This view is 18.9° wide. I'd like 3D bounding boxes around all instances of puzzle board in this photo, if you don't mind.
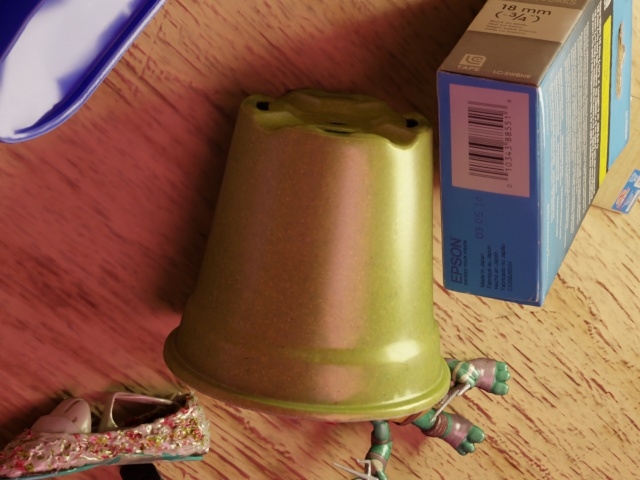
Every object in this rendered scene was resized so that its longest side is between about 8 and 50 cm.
[{"bbox_3d":[0.332,-0.092,2.085,0.096,0.011,0.128,15,112,-39],"label":"puzzle board"}]

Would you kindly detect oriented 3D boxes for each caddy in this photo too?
[{"bbox_3d":[-0.256,-0.237,1.478,0.341,0.179,0.241,-54,141,-23],"label":"caddy"}]

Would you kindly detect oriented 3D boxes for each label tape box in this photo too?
[{"bbox_3d":[0.215,-0.127,1.885,0.334,0.105,0.241,-54,147,-51],"label":"label tape box"}]

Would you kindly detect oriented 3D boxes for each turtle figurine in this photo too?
[{"bbox_3d":[0.101,0.175,2.046,0.234,0.118,0.175,3,134,-51],"label":"turtle figurine"}]

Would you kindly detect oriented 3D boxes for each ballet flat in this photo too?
[{"bbox_3d":[-0.217,0.188,1.888,0.241,0.091,0.077,-3,91,-36],"label":"ballet flat"}]

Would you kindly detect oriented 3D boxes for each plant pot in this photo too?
[{"bbox_3d":[0.000,0.000,1.790,0.276,0.276,0.254,-4,110,-30],"label":"plant pot"}]

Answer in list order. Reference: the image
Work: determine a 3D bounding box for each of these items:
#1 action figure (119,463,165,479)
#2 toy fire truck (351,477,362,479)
[{"bbox_3d":[-0.148,0.352,2.020,0.185,0.099,0.285,-42,136,-8],"label":"action figure"},{"bbox_3d":[0.055,0.321,2.099,0.192,0.135,0.047,-19,128,-22],"label":"toy fire truck"}]
